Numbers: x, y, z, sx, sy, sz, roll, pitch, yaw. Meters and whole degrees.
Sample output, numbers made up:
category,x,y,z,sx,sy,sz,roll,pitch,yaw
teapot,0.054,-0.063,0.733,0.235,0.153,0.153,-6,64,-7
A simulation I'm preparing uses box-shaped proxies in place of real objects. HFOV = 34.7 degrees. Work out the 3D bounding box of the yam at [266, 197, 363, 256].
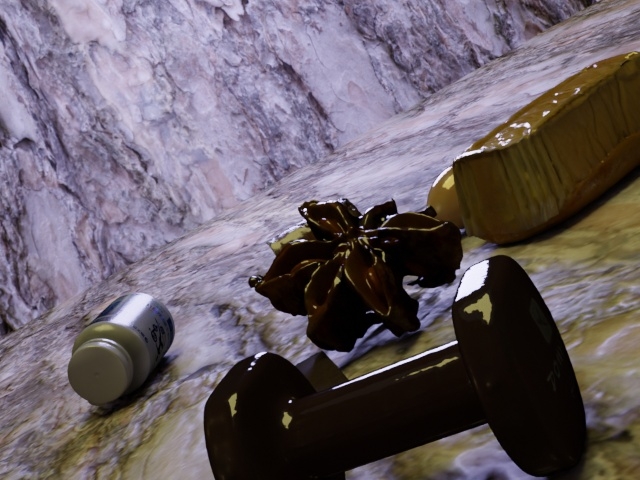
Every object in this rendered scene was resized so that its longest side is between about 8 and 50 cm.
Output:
category,x,y,z,sx,sy,sz,roll,pitch,yaw
yam,-0.001,-0.002,1.501,0.141,0.079,0.079,-31,10,-6

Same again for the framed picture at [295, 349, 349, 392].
category,x,y,z,sx,sy,sz,roll,pitch,yaw
framed picture,-0.034,0.156,0.932,0.128,0.023,0.168,-29,10,-6

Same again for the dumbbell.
category,x,y,z,sx,sy,sz,roll,pitch,yaw
dumbbell,0.047,0.108,0.655,0.225,0.124,0.140,-24,11,21

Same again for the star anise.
category,x,y,z,sx,sy,sz,roll,pitch,yaw
star anise,0.049,0.028,1.048,0.190,0.126,0.220,-49,35,-4

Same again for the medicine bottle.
category,x,y,z,sx,sy,sz,roll,pitch,yaw
medicine bottle,-0.270,0.146,1.382,0.107,0.107,0.191,-26,10,13

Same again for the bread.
category,x,y,z,sx,sy,sz,roll,pitch,yaw
bread,0.281,-0.110,1.157,0.288,0.119,0.152,-35,15,-29

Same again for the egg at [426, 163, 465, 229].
category,x,y,z,sx,sy,sz,roll,pitch,yaw
egg,0.174,-0.053,1.275,0.096,0.080,0.080,-39,12,-14
